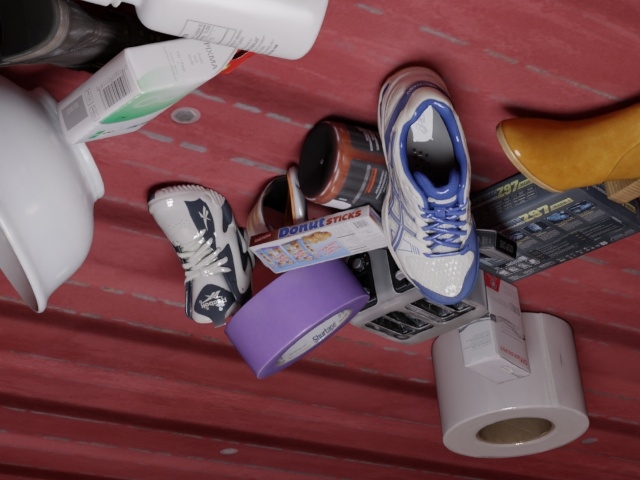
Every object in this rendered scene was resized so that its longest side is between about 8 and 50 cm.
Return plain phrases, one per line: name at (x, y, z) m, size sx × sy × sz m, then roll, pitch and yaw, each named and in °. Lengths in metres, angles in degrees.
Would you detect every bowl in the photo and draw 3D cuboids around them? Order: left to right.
bowl at (-0.333, -0.078, 1.515) m, size 0.134 × 0.298 × 0.298 m, roll -33°, pitch 157°, yaw -16°

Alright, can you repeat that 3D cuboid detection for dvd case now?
dvd case at (0.125, -0.002, 1.788) m, size 0.239 × 0.029 × 0.179 m, roll 4°, pitch 177°, yaw 17°

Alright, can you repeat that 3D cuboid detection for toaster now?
toaster at (0.138, 0.064, 1.980) m, size 0.168 × 0.110 × 0.186 m, roll -25°, pitch 146°, yaw 34°

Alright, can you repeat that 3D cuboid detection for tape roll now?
tape roll at (-0.031, 0.100, 1.848) m, size 0.189 × 0.080 × 0.189 m, roll -34°, pitch 168°, yaw -8°
tape roll at (0.314, 0.244, 2.286) m, size 0.246 × 0.169 × 0.246 m, roll -4°, pitch 151°, yaw -2°

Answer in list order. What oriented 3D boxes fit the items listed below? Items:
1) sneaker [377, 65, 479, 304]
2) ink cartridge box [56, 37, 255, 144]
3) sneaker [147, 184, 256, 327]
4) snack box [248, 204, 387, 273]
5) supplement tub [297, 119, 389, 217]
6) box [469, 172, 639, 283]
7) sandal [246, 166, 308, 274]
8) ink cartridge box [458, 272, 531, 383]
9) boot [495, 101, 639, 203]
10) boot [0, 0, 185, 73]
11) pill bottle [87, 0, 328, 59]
sneaker at (0.125, -0.048, 1.590) m, size 0.112 × 0.131 × 0.296 m, roll -15°, pitch 111°, yaw -1°
ink cartridge box at (-0.140, -0.167, 1.436) m, size 0.225 × 0.056 × 0.181 m, roll -14°, pitch 175°, yaw -35°
sneaker at (-0.153, 0.033, 1.825) m, size 0.094 × 0.153 × 0.235 m, roll -14°, pitch 151°, yaw 12°
snack box at (0.000, 0.000, 1.711) m, size 0.178 × 0.022 × 0.064 m, roll -14°, pitch 140°, yaw 30°
supplement tub at (0.078, -0.080, 1.705) m, size 0.198 × 0.106 × 0.106 m, roll 12°, pitch 148°, yaw -28°
box at (0.299, -0.026, 1.892) m, size 0.233 × 0.059 × 0.183 m, roll -26°, pitch 146°, yaw 35°
sandal at (-0.060, -0.002, 1.831) m, size 0.076 × 0.102 × 0.265 m, roll -5°, pitch 154°, yaw -7°
ink cartridge box at (0.259, 0.131, 2.082) m, size 0.063 × 0.150 × 0.109 m, roll -23°, pitch 147°, yaw 29°
boot at (0.375, -0.141, 1.667) m, size 0.295 × 0.104 × 0.211 m, roll 13°, pitch 142°, yaw -40°
boot at (-0.291, -0.198, 1.407) m, size 0.263 × 0.091 × 0.229 m, roll 0°, pitch 179°, yaw 26°
pill bottle at (-0.114, -0.258, 1.308) m, size 0.229 × 0.131 × 0.131 m, roll 10°, pitch 149°, yaw -18°
